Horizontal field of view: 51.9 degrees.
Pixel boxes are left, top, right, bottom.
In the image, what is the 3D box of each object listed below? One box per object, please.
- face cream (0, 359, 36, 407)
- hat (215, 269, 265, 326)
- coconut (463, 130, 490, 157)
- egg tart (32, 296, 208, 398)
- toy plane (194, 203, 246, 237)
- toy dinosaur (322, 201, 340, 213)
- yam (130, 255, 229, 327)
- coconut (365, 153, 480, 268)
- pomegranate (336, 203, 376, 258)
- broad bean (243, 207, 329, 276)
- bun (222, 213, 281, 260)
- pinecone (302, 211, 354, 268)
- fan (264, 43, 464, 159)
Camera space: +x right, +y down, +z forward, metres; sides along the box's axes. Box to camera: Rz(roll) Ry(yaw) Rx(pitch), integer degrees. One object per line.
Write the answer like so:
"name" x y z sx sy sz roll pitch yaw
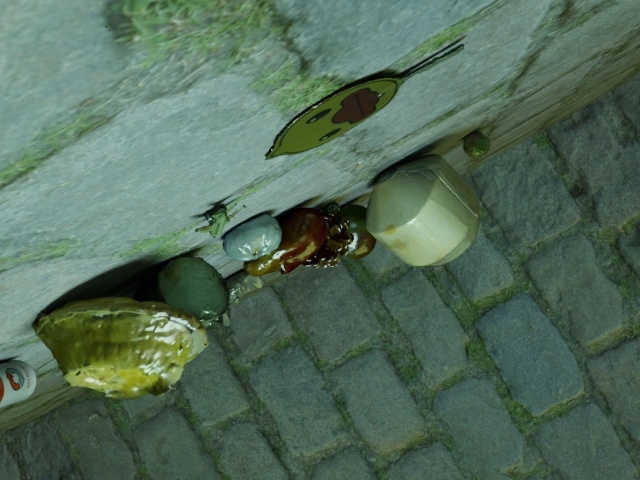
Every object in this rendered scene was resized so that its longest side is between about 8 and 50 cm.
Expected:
"face cream" -0.702 0.314 1.393 0.096 0.096 0.214 -29 175 3
"hat" -0.325 0.174 2.252 0.244 0.149 0.214 9 -132 39
"coconut" 0.479 -0.293 2.020 0.082 0.081 0.083 -29 131 7
"egg tart" -0.386 0.218 1.277 0.345 0.132 0.345 0 151 0
"toy plane" -0.180 -0.034 1.150 0.102 0.040 0.111 -25 174 -28
"toy dinosaur" 0.025 -0.083 1.850 0.047 0.030 0.083 -25 173 -29
"yam" -0.329 0.152 1.457 0.168 0.168 0.304 -25 174 -40
"coconut" 0.277 -0.091 1.827 0.323 0.323 0.323 -29 175 -3
"pomegranate" 0.074 -0.031 2.023 0.209 0.180 0.180 11 162 -15
"broad bean" -0.082 0.012 1.588 0.228 0.122 0.156 -40 -167 -13
"bun" -0.148 0.003 1.453 0.141 0.083 0.141 -26 174 -3
"pinecone" 0.000 -0.003 1.784 0.179 0.150 0.195 -12 168 8
"fan" 0.062 -0.204 0.975 0.335 0.011 0.229 -28 175 6
